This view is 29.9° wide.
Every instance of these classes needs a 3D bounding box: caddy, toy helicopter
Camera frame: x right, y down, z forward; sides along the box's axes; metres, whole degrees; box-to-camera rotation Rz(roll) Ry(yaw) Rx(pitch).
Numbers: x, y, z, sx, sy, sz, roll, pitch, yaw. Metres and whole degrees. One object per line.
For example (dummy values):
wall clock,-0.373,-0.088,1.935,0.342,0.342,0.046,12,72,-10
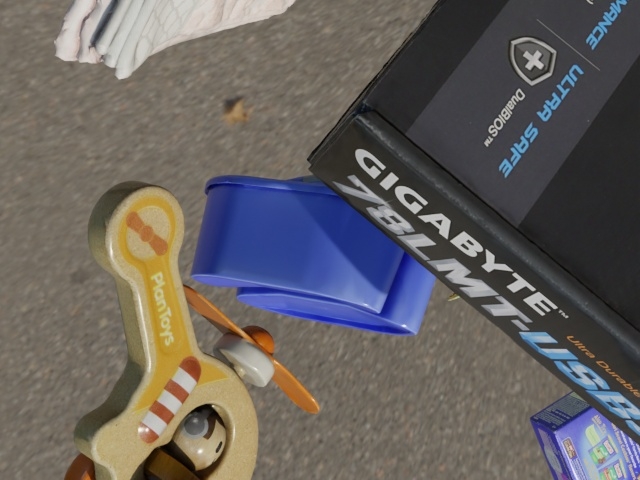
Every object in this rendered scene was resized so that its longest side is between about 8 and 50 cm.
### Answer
caddy,0.000,0.000,1.529,0.341,0.241,0.179,8,78,31
toy helicopter,-0.121,0.106,1.062,0.140,0.235,0.355,20,128,42

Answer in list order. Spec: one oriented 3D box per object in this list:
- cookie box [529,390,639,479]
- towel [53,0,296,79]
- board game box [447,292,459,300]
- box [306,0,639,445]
cookie box,0.220,0.145,0.881,0.107,0.040,0.092,-29,108,-14
towel,-0.012,-0.266,0.726,0.053,0.317,0.332,33,117,5
board game box,0.202,-0.030,0.778,0.259,0.124,0.039,-29,86,18
box,0.195,-0.048,0.492,0.293,0.073,0.295,40,67,-2
